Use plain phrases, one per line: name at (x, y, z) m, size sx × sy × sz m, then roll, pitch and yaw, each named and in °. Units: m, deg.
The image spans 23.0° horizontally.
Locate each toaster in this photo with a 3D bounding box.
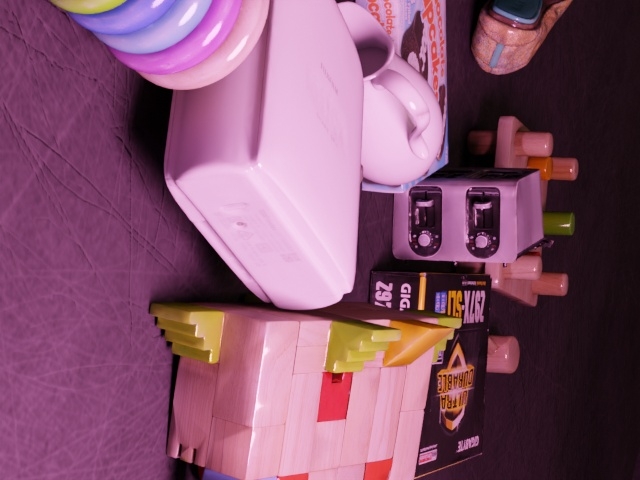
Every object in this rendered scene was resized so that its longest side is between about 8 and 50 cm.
toaster at (0.199, -0.033, 2.041) m, size 0.186 × 0.168 × 0.110 m, roll -22°, pitch 113°, yaw -66°

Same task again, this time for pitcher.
pitcher at (0.075, -0.138, 1.714) m, size 0.125 × 0.178 × 0.207 m, roll -37°, pitch 141°, yaw -7°

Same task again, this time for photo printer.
photo printer at (-0.041, -0.126, 1.440) m, size 0.256 × 0.107 × 0.307 m, roll 55°, pitch 32°, yaw -52°

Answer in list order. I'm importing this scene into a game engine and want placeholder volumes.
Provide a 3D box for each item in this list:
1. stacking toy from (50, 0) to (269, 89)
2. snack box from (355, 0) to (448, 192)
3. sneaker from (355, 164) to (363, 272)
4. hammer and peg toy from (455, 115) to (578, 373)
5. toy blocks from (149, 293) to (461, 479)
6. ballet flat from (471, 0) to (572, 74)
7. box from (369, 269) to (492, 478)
stacking toy at (-0.167, -0.215, 1.143) m, size 0.330 × 0.141 × 0.141 m, roll 21°, pitch 74°, yaw -63°
snack box at (0.101, -0.233, 1.907) m, size 0.187 × 0.060 × 0.321 m, roll -33°, pitch 124°, yaw -65°
sneaker at (0.000, 0.000, 1.654) m, size 0.222 × 0.083 × 0.118 m, roll -43°, pitch 133°, yaw -62°
hammer and peg toy at (0.290, 0.014, 2.338) m, size 0.266 × 0.127 × 0.361 m, roll 26°, pitch 69°, yaw -67°
toy blocks at (-0.018, 0.195, 1.522) m, size 0.381 × 0.191 × 0.260 m, roll 4°, pitch 96°, yaw -54°
ballet flat at (0.302, -0.339, 2.363) m, size 0.348 × 0.123 × 0.123 m, roll -51°, pitch 140°, yaw -57°
box at (0.143, 0.167, 2.058) m, size 0.322 × 0.079 × 0.257 m, roll 6°, pitch 86°, yaw -69°
